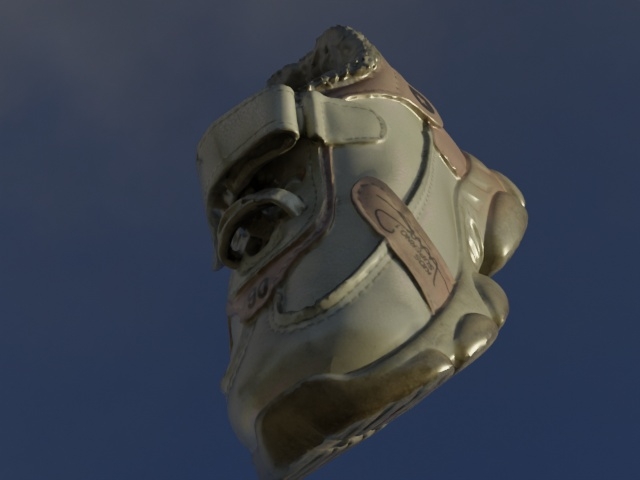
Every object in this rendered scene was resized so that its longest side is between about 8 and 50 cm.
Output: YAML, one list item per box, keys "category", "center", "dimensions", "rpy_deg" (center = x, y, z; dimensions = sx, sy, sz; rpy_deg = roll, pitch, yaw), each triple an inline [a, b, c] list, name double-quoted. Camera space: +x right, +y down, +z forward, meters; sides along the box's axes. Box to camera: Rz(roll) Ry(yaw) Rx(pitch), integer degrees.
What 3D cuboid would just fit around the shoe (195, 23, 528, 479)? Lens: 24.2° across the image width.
- category: "shoe"
  center: [-0.002, 0.002, 0.932]
  dimensions: [0.172, 0.351, 0.198]
  rpy_deg: [-39, -82, 24]
